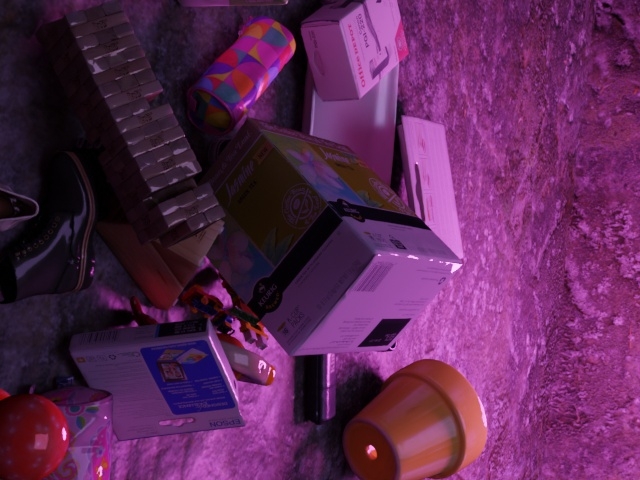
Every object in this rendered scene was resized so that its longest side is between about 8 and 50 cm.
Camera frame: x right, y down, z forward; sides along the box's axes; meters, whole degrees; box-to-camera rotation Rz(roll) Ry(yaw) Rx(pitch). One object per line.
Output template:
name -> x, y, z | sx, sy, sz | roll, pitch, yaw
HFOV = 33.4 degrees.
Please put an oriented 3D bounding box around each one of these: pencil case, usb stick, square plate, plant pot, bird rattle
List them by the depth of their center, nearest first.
pencil case -> -0.347, 0.337, 1.464 | 0.124, 0.124, 0.284 | -5, 98, -59
bird rattle -> -0.180, 0.167, 1.636 | 0.253, 0.207, 0.143 | 55, 47, -53
pencil case -> -0.132, -0.274, 1.753 | 0.236, 0.104, 0.104 | -58, 140, -40
usb stick -> 0.005, 0.224, 2.105 | 0.077, 0.045, 0.278 | -10, 102, -58
square plate -> 0.052, -0.224, 2.115 | 0.347, 0.049, 0.344 | 3, 91, -60
plant pot -> 0.184, 0.408, 2.268 | 0.239, 0.254, 0.254 | -20, 112, -40

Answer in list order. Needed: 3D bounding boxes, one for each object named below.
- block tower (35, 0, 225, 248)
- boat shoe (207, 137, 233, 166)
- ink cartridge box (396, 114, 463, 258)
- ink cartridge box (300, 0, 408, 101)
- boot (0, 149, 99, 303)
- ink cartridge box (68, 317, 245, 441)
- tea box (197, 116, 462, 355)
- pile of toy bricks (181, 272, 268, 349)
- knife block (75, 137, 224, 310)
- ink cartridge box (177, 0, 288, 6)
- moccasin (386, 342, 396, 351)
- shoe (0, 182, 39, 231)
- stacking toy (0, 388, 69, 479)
block tower -> -0.252, -0.155, 1.414 | 0.091, 0.097, 0.335 | -28, 90, -38
boat shoe -> -0.100, -0.145, 1.842 | 0.228, 0.076, 0.080 | 5, 90, -59
ink cartridge box -> 0.202, -0.095, 2.221 | 0.385, 0.091, 0.308 | -9, 91, -71
ink cartridge box -> 0.067, -0.374, 1.985 | 0.218, 0.092, 0.159 | -46, 129, -44
boot -> -0.368, -0.016, 1.417 | 0.137, 0.077, 0.198 | -17, 108, -52
ink cartridge box -> -0.230, 0.204, 1.544 | 0.045, 0.206, 0.208 | -88, 167, -48
tea box -> 0.000, 0.000, 1.743 | 0.220, 0.323, 0.329 | -51, 155, 17
pile of toy bricks -> -0.140, 0.090, 1.808 | 0.212, 0.118, 0.105 | 34, 26, -45
knife block -> -0.277, -0.030, 1.574 | 0.088, 0.242, 0.276 | -62, -173, -31
ink cartridge box -> -0.190, -0.487, 1.507 | 0.353, 0.207, 0.119 | 48, 55, -52
moccasin -> 0.133, 0.066, 2.181 | 0.137, 0.116, 0.342 | -32, 130, -49
shoe -> -0.436, -0.058, 1.302 | 0.219, 0.058, 0.077 | 18, 79, -59
stacking toy -> -0.400, 0.195, 1.134 | 0.141, 0.330, 0.141 | -15, 108, -58
